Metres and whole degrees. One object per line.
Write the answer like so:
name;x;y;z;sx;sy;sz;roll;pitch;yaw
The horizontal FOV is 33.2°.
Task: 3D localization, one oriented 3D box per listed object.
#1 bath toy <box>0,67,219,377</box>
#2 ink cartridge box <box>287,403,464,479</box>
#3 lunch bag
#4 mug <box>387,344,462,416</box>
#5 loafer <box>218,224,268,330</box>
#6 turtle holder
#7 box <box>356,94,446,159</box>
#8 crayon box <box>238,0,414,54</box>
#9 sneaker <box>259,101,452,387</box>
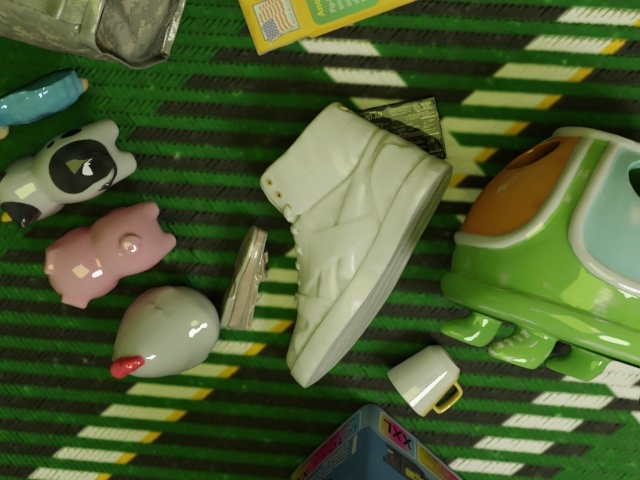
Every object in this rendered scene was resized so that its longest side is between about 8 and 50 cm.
bath toy;-0.242;0.002;1.123;0.151;0.129;0.348;-21;102;46
ink cartridge box;0.090;0.357;1.038;0.270;0.395;0.151;41;105;-5
lunch bag;-0.259;-0.259;0.975;0.235;0.287;0.168;20;106;2
mug;0.118;0.148;1.165;0.064;0.078;0.062;-41;64;5
loafer;-0.076;0.042;1.163;0.039;0.045;0.125;15;113;-15
turtle holder;0.286;0.030;1.018;0.320;0.243;0.227;18;89;11
box;0.084;-0.110;1.114;0.083;0.018;0.067;-12;103;9
crayon box;0.060;-0.328;1.028;0.323;0.083;0.203;-18;101;10
sneaker;0.000;0.000;1.121;0.169;0.108;0.292;35;114;15
